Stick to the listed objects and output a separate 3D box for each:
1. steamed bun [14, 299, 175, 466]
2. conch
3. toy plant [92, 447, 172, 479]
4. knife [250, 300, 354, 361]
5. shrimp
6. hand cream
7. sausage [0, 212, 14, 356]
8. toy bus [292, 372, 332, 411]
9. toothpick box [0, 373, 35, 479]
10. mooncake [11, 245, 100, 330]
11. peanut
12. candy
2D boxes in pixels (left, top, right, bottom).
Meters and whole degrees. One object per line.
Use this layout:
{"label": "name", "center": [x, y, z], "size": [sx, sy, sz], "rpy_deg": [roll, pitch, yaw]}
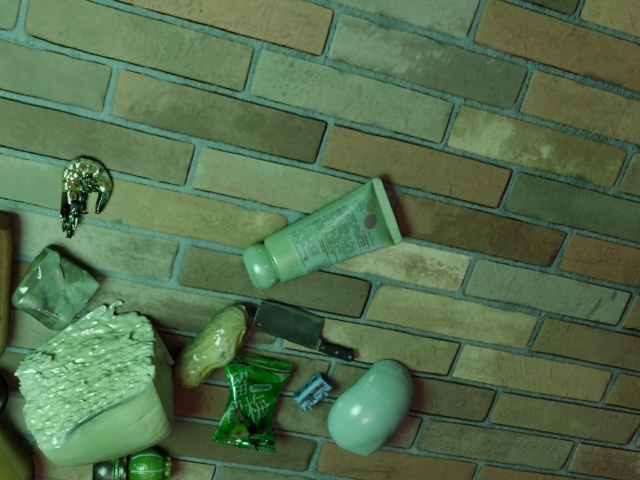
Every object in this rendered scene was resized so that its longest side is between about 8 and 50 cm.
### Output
{"label": "steamed bun", "center": [-0.415, 0.310, 1.572], "size": [0.290, 0.272, 0.273], "rpy_deg": [-20, 116, 2]}
{"label": "conch", "center": [0.119, 0.367, 1.797], "size": [0.221, 0.121, 0.185], "rpy_deg": [-52, 142, 7]}
{"label": "toy plant", "center": [-0.393, 0.480, 1.746], "size": [0.162, 0.093, 0.093], "rpy_deg": [-1, 113, -14]}
{"label": "knife", "center": [-0.025, 0.187, 1.723], "size": [0.245, 0.019, 0.072], "rpy_deg": [24, 88, -25]}
{"label": "shrimp", "center": [-0.434, -0.072, 1.529], "size": [0.091, 0.034, 0.161], "rpy_deg": [10, 110, -16]}
{"label": "hand cream", "center": [0.000, 0.000, 1.616], "size": [0.306, 0.093, 0.147], "rpy_deg": [-23, 110, -3]}
{"label": "sausage", "center": [-0.624, 0.094, 1.515], "size": [0.121, 0.121, 0.304], "rpy_deg": [6, 113, -14]}
{"label": "toy bus", "center": [-0.017, 0.324, 1.780], "size": [0.083, 0.038, 0.046], "rpy_deg": [-42, 110, 6]}
{"label": "toothpick box", "center": [-0.664, 0.380, 1.598], "size": [0.192, 0.192, 0.294], "rpy_deg": [-15, 120, -5]}
{"label": "mooncake", "center": [-0.498, 0.092, 1.553], "size": [0.125, 0.073, 0.130], "rpy_deg": [41, 70, -21]}
{"label": "peanut", "center": [-0.220, 0.214, 1.664], "size": [0.214, 0.099, 0.099], "rpy_deg": [-39, 115, 12]}
{"label": "candy", "center": [-0.149, 0.336, 1.741], "size": [0.141, 0.078, 0.203], "rpy_deg": [8, 100, -26]}
